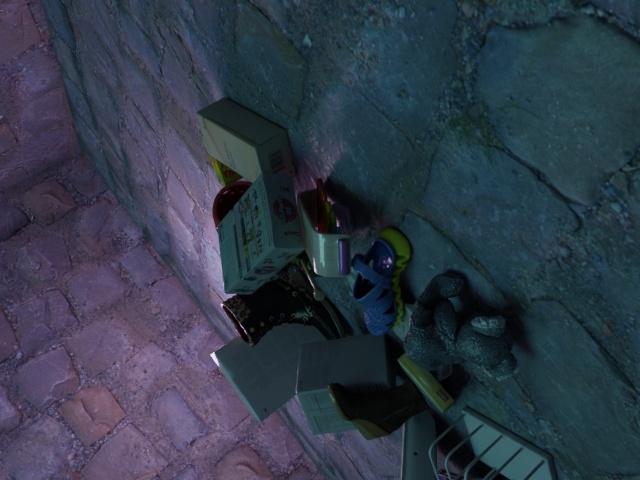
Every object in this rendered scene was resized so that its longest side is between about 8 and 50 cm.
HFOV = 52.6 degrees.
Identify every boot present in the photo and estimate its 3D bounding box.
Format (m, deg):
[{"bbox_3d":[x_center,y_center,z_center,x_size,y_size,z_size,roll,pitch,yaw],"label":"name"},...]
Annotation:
[{"bbox_3d":[-0.122,0.259,2.148,0.377,0.284,0.138,50,156,17],"label":"boot"},{"bbox_3d":[0.157,0.428,1.763,0.248,0.207,0.090,51,-167,-28],"label":"boot"}]

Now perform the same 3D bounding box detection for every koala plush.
[{"bbox_3d":[0.316,0.209,1.398,0.221,0.203,0.196,13,134,42],"label":"koala plush"}]

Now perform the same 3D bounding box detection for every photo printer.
[{"bbox_3d":[0.294,0.681,1.933,0.107,0.308,0.256,1,132,10],"label":"photo printer"}]

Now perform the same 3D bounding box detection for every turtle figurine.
[{"bbox_3d":[-0.106,0.022,1.910,0.266,0.198,0.275,3,137,52],"label":"turtle figurine"}]

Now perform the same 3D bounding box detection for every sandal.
[{"bbox_3d":[0.132,0.119,1.620,0.126,0.138,0.317,36,140,41],"label":"sandal"}]

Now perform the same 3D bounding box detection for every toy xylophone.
[{"bbox_3d":[0.000,0.000,1.655,0.323,0.081,0.236,-111,18,-53],"label":"toy xylophone"}]

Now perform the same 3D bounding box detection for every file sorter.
[{"bbox_3d":[0.438,0.601,1.659,0.277,0.173,0.193,22,139,53],"label":"file sorter"}]

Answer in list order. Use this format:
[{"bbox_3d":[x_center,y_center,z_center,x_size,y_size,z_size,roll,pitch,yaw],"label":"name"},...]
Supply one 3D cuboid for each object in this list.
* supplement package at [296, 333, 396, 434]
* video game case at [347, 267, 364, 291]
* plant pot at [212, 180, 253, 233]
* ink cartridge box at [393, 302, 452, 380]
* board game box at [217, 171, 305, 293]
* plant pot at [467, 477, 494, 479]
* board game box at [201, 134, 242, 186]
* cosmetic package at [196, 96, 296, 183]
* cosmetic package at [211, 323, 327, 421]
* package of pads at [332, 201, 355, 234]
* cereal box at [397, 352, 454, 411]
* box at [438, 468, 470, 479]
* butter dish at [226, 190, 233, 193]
[{"bbox_3d":[0.084,0.425,1.922,0.199,0.262,0.198,-86,-18,-55],"label":"supplement package"},{"bbox_3d":[0.131,0.132,1.835,0.157,0.019,0.143,21,139,53],"label":"video game case"},{"bbox_3d":[-0.254,-0.078,2.106,0.191,0.191,0.174,53,166,7],"label":"plant pot"},{"bbox_3d":[0.260,0.234,1.699,0.225,0.056,0.181,49,158,44],"label":"ink cartridge box"},{"bbox_3d":[-0.172,-0.011,1.763,0.303,0.097,0.224,-41,52,48],"label":"board game box"},{"bbox_3d":[0.451,0.828,1.843,0.272,0.271,0.255,46,169,21],"label":"plant pot"},{"bbox_3d":[-0.302,-0.270,2.056,0.043,0.092,0.181,28,144,46],"label":"board game box"},{"bbox_3d":[-0.215,-0.279,1.857,0.309,0.113,0.160,33,147,41],"label":"cosmetic package"},{"bbox_3d":[-0.148,0.405,2.271,0.284,0.377,0.097,55,157,4],"label":"cosmetic package"},{"bbox_3d":[0.060,-0.059,1.710,0.050,0.032,0.083,33,147,48],"label":"package of pads"},{"bbox_3d":[0.284,0.383,1.734,0.173,0.047,0.240,48,176,18],"label":"cereal box"},{"bbox_3d":[0.450,0.801,2.073,0.116,0.029,0.162,60,155,-7],"label":"box"},{"bbox_3d":[-0.312,-0.072,2.297,0.160,0.118,0.160,37,151,36],"label":"butter dish"}]
